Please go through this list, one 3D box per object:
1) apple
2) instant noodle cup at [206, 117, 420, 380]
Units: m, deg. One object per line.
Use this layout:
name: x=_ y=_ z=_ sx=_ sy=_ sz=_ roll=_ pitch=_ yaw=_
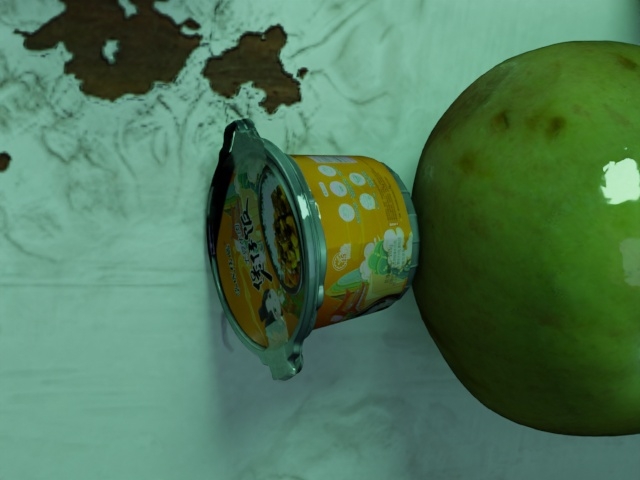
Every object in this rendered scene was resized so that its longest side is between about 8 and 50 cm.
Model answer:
apple: x=0.243 y=0.001 z=1.314 sx=0.339 sy=0.305 sz=0.338 roll=-7 pitch=109 yaw=-22
instant noodle cup: x=0.000 y=0.000 z=1.295 sx=0.126 sy=0.178 sz=0.208 roll=-8 pitch=98 yaw=-30
